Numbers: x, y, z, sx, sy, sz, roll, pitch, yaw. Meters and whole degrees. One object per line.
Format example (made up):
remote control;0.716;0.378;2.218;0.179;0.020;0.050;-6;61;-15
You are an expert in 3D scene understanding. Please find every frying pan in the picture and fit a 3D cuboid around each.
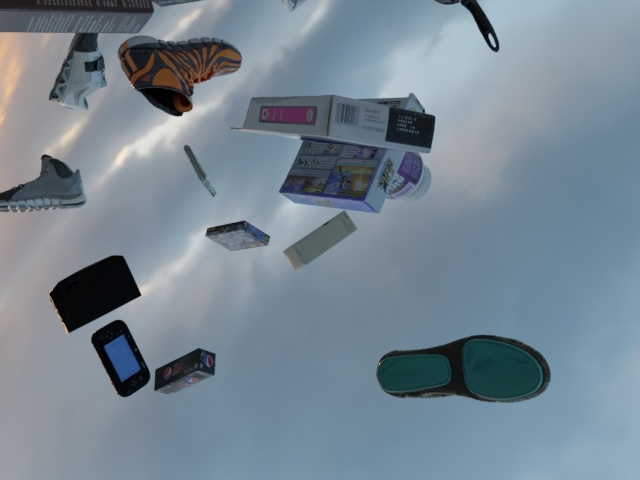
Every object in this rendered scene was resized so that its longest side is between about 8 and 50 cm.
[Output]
frying pan;0.303;-0.581;1.606;0.197;0.053;0.327;0;-82;48

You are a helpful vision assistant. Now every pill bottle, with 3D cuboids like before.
pill bottle;0.195;-0.214;2.015;0.169;0.301;0.170;-14;-113;36

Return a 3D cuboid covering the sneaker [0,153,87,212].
sneaker;-0.681;-0.138;1.664;0.086;0.228;0.132;-12;-95;58

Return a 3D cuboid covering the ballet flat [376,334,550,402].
ballet flat;0.372;0.325;1.769;0.482;0.182;0.164;-11;-102;39

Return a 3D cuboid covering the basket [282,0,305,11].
basket;-0.053;-0.686;1.765;0.167;0.113;0.103;-39;-105;-1

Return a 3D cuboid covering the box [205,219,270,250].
box;-0.204;-0.010;1.719;0.137;0.094;0.027;-9;-121;39

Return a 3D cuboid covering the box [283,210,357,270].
box;0.000;0.000;2.640;0.275;0.094;0.113;-34;180;-31

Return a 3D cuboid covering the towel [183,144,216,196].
towel;-0.323;-0.189;1.890;0.023;0.152;0.113;-28;-104;-2

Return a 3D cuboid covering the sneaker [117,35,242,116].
sneaker;-0.311;-0.381;1.662;0.124;0.321;0.180;-49;-120;48

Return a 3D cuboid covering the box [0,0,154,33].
box;-0.628;-0.626;1.731;0.143;0.381;0.191;-19;-98;54

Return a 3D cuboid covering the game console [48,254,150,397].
game console;-0.549;0.235;1.849;0.213;0.362;0.044;-29;-164;-29

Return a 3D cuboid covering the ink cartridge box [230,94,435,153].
ink cartridge box;0.003;-0.187;1.118;0.371;0.175;0.069;15;-80;61

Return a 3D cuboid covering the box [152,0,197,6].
box;-0.354;-0.788;1.961;0.269;0.060;0.217;-1;-90;19

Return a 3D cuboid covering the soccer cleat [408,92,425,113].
soccer cleat;0.252;-0.343;1.797;0.029;0.083;0.035;-25;-173;-24

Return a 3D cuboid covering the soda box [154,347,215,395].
soda box;-0.324;0.314;1.663;0.168;0.053;0.060;-28;-130;32

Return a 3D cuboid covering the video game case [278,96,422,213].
video game case;0.060;-0.187;1.499;0.269;0.061;0.244;10;-110;47

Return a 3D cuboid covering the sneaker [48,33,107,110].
sneaker;-0.729;-0.559;2.201;0.331;0.146;0.123;-55;-150;28
